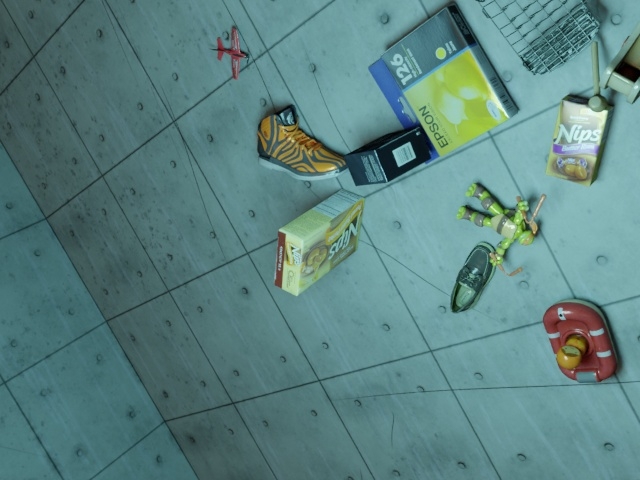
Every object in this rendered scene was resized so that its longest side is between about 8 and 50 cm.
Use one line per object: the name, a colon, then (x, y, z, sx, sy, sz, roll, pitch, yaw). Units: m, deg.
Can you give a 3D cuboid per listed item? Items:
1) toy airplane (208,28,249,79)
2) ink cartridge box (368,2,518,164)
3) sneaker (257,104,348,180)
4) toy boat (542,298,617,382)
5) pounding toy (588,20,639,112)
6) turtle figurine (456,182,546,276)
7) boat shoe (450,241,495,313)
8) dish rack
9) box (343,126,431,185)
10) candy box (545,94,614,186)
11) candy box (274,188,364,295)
toy airplane: (-0.265, -0.551, 2.244, 0.151, 0.028, 0.151, 17, 121, 31)
ink cartridge box: (0.283, -0.370, 1.887, 0.307, 0.072, 0.304, -30, 94, 41)
sneaker: (-0.064, -0.280, 2.165, 0.321, 0.124, 0.180, 14, 122, 32)
toy boat: (0.632, 0.264, 1.892, 0.151, 0.151, 0.231, -12, 105, 41)
pounding toy: (0.612, -0.379, 1.540, 0.154, 0.154, 0.270, 35, 117, 18)
turtle figurine: (0.458, -0.056, 1.903, 0.217, 0.087, 0.270, 38, 140, 26)
boat shoe: (0.404, 0.109, 2.040, 0.080, 0.073, 0.224, 31, 129, 21)
dish rack: (0.474, -0.509, 1.663, 0.272, 0.074, 0.208, 53, 135, 0)
box: (0.172, -0.215, 1.965, 0.158, 0.156, 0.093, 2, 117, 62)
candy box: (0.587, -0.227, 1.735, 0.109, 0.053, 0.187, 21, 123, 29)
candy box: (0.000, 0.000, 2.131, 0.087, 0.316, 0.183, 24, 126, 25)
